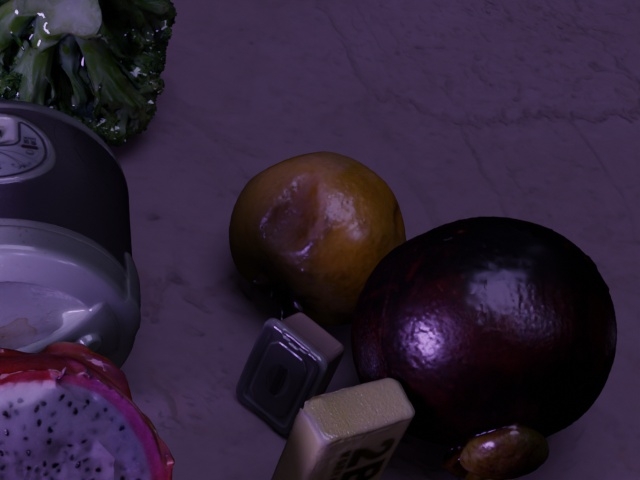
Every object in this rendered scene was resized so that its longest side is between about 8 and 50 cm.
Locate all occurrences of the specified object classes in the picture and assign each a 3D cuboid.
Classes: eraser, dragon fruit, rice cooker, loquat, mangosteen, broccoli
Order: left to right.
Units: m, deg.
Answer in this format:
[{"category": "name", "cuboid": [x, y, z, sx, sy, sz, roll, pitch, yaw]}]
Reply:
[{"category": "rice cooker", "cuboid": [-0.333, 0.025, 1.510, 0.288, 0.288, 0.277, 4, 46, -14]}, {"category": "dragon fruit", "cuboid": [-0.279, 0.221, 1.357, 0.290, 0.291, 0.189, -5, 14, -22]}, {"category": "broccoli", "cuboid": [-0.314, -0.239, 1.804, 0.294, 0.245, 0.265, -32, 80, -12]}, {"category": "loquat", "cuboid": [-0.004, -0.004, 1.698, 0.213, 0.213, 0.213, 9, 45, -9]}, {"category": "eraser", "cuboid": [0.020, 0.221, 1.503, 0.117, 0.172, 0.058, -14, 55, -29]}, {"category": "mangosteen", "cuboid": [0.183, 0.116, 1.578, 0.297, 0.297, 0.293, -3, 44, -20]}]

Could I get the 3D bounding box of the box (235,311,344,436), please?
[{"category": "box", "cuboid": [-0.031, 0.144, 1.605, 0.089, 0.122, 0.062, 38, 35, 19]}]
